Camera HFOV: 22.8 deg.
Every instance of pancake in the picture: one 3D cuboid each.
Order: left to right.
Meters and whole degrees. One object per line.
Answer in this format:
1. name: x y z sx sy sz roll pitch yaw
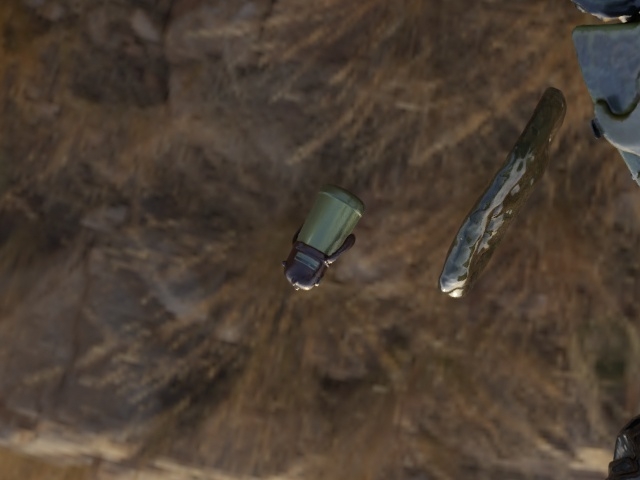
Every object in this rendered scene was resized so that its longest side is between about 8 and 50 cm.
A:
1. pancake: 0.189 -0.045 1.604 0.042 0.236 0.222 31 -178 8

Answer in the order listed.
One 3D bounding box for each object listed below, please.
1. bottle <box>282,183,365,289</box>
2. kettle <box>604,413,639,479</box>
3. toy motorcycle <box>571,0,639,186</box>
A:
1. bottle: 0.000 0.000 1.475 0.047 0.101 0.063 31 171 -15
2. kettle: 0.382 0.227 1.303 0.290 0.268 0.207 -4 166 -7
3. toy motorcycle: 0.337 -0.126 1.306 0.237 0.169 0.410 -12 107 54
